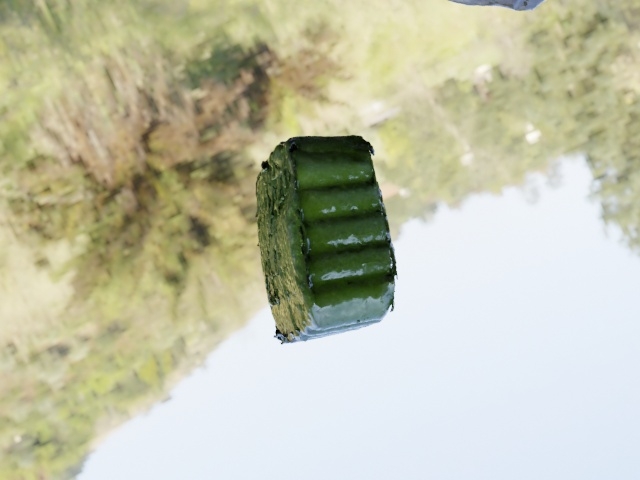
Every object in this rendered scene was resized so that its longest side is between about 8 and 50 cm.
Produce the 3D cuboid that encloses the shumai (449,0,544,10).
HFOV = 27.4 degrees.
[{"bbox_3d":[0.170,-0.304,1.354,0.183,0.218,0.185,10,159,0],"label":"shumai"}]

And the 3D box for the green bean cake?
[{"bbox_3d":[0.000,0.000,1.422,0.113,0.214,0.200,-6,172,-16],"label":"green bean cake"}]
